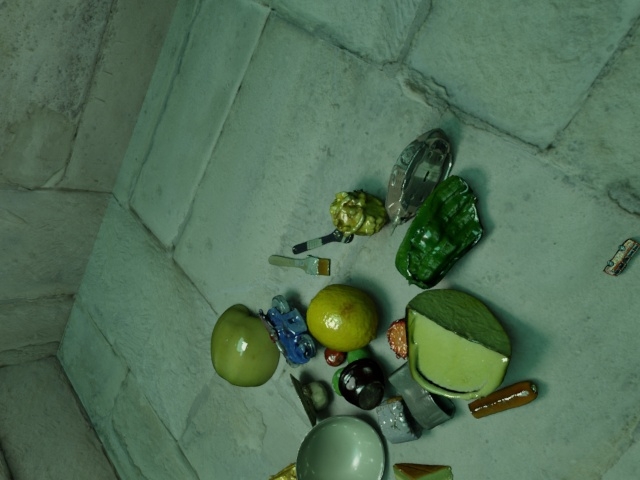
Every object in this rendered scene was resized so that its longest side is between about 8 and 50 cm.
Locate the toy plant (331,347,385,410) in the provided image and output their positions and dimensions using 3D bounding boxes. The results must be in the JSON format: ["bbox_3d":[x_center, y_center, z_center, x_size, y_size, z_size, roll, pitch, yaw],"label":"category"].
[{"bbox_3d":[0.137,0.518,1.615,0.217,0.176,0.235,-66,24,9],"label":"toy plant"}]

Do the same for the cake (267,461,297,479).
[{"bbox_3d":[-0.066,1.005,1.735,0.286,0.222,0.227,-42,70,29],"label":"cake"}]

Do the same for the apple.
[{"bbox_3d":[-0.357,0.504,2.018,0.320,0.312,0.360,-129,51,-77],"label":"apple"}]

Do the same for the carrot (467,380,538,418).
[{"bbox_3d":[0.574,0.496,1.354,0.225,0.067,0.067,-37,70,32],"label":"carrot"}]

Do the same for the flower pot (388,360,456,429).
[{"bbox_3d":[0.349,0.526,1.494,0.108,0.103,0.229,-46,68,30],"label":"flower pot"}]

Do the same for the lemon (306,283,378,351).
[{"bbox_3d":[0.080,0.283,1.600,0.268,0.267,0.267,1,91,36],"label":"lemon"}]

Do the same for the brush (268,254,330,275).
[{"bbox_3d":[-0.100,0.100,1.862,0.337,0.020,0.085,4,93,36],"label":"brush"}]

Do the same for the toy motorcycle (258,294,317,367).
[{"bbox_3d":[-0.116,0.384,1.817,0.182,0.241,0.319,-31,60,-10],"label":"toy motorcycle"}]

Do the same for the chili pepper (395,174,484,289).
[{"bbox_3d":[0.385,-0.018,1.423,0.384,0.213,0.167,-58,14,0],"label":"chili pepper"}]

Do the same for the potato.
[{"bbox_3d":[0.430,0.340,1.397,0.331,0.213,0.279,24,123,24],"label":"potato"}]

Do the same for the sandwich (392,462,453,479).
[{"bbox_3d":[0.366,0.856,1.545,0.187,0.144,0.117,148,112,-70],"label":"sandwich"}]

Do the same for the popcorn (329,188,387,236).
[{"bbox_3d":[0.136,-0.102,1.583,0.218,0.189,0.169,20,105,36],"label":"popcorn"}]

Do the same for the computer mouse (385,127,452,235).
[{"bbox_3d":[0.310,-0.198,1.471,0.115,0.200,0.388,43,116,49],"label":"computer mouse"}]

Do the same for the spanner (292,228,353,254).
[{"bbox_3d":[0.000,0.000,1.790,0.316,0.024,0.087,-18,79,36],"label":"spanner"}]

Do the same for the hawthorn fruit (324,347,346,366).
[{"bbox_3d":[0.061,0.457,1.723,0.093,0.093,0.093,1,91,36],"label":"hawthorn fruit"}]

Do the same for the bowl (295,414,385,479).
[{"bbox_3d":[0.059,0.816,1.643,0.157,0.338,0.336,149,112,-75],"label":"bowl"}]

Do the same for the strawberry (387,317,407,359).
[{"bbox_3d":[0.305,0.344,1.533,0.145,0.086,0.145,-1,88,35],"label":"strawberry"}]

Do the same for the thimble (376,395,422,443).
[{"bbox_3d":[0.277,0.634,1.533,0.118,0.127,0.151,-30,69,31],"label":"thimble"}]

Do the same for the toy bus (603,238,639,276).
[{"bbox_3d":[0.823,0.048,1.185,0.043,0.031,0.110,34,110,24],"label":"toy bus"}]

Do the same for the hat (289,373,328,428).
[{"bbox_3d":[-0.025,0.634,1.753,0.110,0.252,0.251,-25,72,-8],"label":"hat"}]
